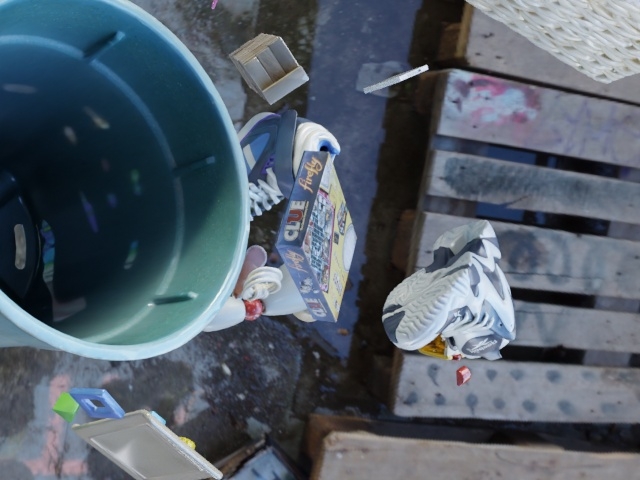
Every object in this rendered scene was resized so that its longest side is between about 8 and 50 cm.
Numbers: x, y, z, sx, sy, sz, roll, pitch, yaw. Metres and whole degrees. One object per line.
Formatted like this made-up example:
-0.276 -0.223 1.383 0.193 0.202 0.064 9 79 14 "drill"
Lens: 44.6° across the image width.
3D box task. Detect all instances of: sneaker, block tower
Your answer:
0.163 0.092 0.889 0.094 0.235 0.153 -19 106 31 "sneaker"
-0.113 -0.355 1.582 0.091 0.335 0.097 -35 111 0 "block tower"
-0.101 -0.104 1.514 0.322 0.236 0.130 -55 141 -14 "sneaker"

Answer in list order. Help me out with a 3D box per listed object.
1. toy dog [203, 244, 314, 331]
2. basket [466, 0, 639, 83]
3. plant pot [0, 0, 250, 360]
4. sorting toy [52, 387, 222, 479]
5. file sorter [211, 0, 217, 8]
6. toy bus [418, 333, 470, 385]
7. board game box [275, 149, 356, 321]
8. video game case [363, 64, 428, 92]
-0.109 0.079 1.591 0.334 0.161 0.220 8 136 -50 "toy dog"
0.305 -0.390 0.834 0.331 0.266 0.328 29 85 -8 "basket"
-0.306 -0.032 0.786 0.341 0.334 0.341 21 63 -46 "plant pot"
-0.270 0.324 1.237 0.347 0.196 0.047 50 42 -29 "sorting toy"
-0.324 -0.650 1.672 0.291 0.182 0.202 18 76 -15 "file sorter"
0.297 0.201 1.721 0.191 0.104 0.202 -52 130 -29 "toy bus"
0.000 0.000 1.201 0.243 0.042 0.165 68 32 -56 "board game box"
0.152 -0.324 1.566 0.122 0.087 0.011 -33 107 -49 "video game case"
